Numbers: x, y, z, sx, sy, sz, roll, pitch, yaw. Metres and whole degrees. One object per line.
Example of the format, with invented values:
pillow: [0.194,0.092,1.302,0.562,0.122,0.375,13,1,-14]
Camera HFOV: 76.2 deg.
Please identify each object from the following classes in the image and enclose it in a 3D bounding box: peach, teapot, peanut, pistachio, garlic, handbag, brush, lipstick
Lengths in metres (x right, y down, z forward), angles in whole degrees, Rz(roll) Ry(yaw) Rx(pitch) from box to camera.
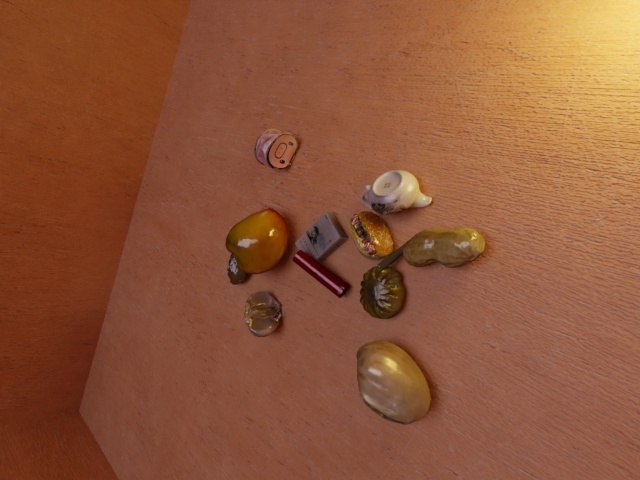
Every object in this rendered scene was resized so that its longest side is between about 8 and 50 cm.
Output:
peach: [-0.290,0.007,1.986,0.308,0.289,0.289,-34,55,-14]
teapot: [0.284,-0.184,1.625,0.298,0.139,0.204,5,60,42]
peanut: [0.434,0.027,1.469,0.305,0.147,0.147,-1,83,40]
pistachio: [0.252,0.517,1.495,0.238,0.229,0.321,-36,66,-8]
garlic: [-0.290,0.376,2.015,0.143,0.178,0.229,110,157,-49]
handbag: [-0.223,-0.458,2.052,0.116,0.179,0.205,39,107,44]
brush: [0.308,0.054,1.604,0.190,0.027,0.034,-39,54,0]
lipstick: [0.001,0.145,1.798,0.280,0.073,0.073,37,107,18]

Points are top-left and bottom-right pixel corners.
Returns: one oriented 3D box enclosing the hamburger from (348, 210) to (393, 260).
hamburger: [0.204,-0.020,1.642,0.210,0.173,0.116,65,146,26]

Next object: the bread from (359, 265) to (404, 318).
bread: [0.236,0.205,1.626,0.213,0.105,0.213,-6,82,41]

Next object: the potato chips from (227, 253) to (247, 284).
potato chips: [-0.432,0.137,2.206,0.195,0.062,0.208,-1,84,45]

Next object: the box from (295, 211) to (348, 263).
box: [0.000,-0.001,1.870,0.233,0.067,0.149,-44,62,28]
